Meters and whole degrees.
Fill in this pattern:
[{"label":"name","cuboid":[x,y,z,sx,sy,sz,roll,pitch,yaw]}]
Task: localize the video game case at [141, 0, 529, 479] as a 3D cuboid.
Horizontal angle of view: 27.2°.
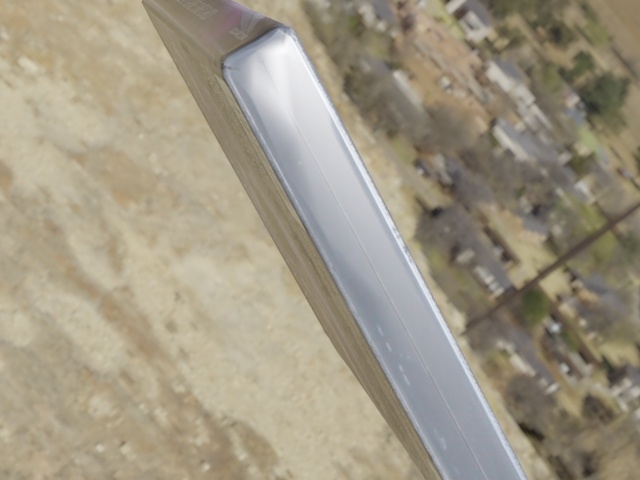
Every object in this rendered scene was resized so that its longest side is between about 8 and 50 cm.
[{"label":"video game case","cuboid":[0.000,0.000,0.488,0.196,0.026,0.274,61,-3,-18]}]
